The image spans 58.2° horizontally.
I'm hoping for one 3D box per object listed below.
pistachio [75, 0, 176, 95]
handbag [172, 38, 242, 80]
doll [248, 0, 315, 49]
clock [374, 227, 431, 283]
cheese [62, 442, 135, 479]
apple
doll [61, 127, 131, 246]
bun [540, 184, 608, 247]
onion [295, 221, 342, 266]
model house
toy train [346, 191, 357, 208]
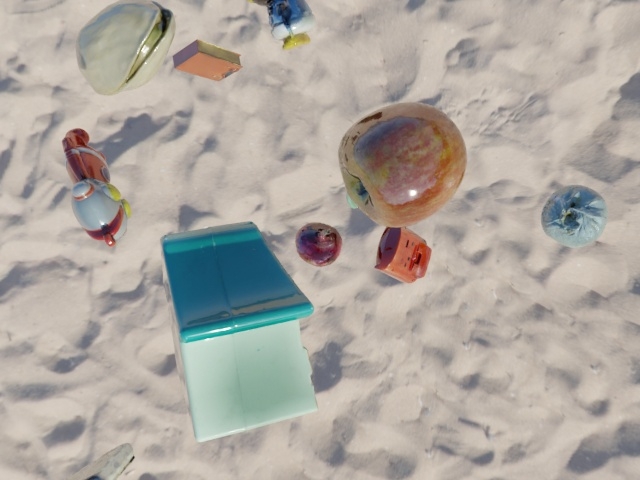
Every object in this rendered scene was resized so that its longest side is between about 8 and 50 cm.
[{"bbox_3d":[-0.502,-0.506,1.492,0.332,0.208,0.226,-27,58,29],"label":"pistachio"},{"bbox_3d":[-0.356,-0.571,1.836,0.127,0.190,0.062,-17,79,38],"label":"handbag"},{"bbox_3d":[-0.105,-0.557,1.198,0.141,0.177,0.313,-17,104,12],"label":"doll"},{"bbox_3d":[0.184,0.028,1.262,0.061,0.155,0.113,13,83,37],"label":"clock"},{"bbox_3d":[-0.388,0.364,0.688,0.400,0.085,0.034,-34,95,9],"label":"cheese"},{"bbox_3d":[0.126,-0.118,0.882,0.174,0.188,0.188,-33,87,-16],"label":"apple"},{"bbox_3d":[-0.485,-0.109,1.247,0.106,0.199,0.336,-26,51,-5],"label":"doll"},{"bbox_3d":[0.556,-0.054,1.265,0.141,0.083,0.140,1,92,33],"label":"bun"},{"bbox_3d":[0.000,0.000,1.754,0.150,0.140,0.150,3,71,-9],"label":"onion"},{"bbox_3d":[-0.070,0.059,0.462,0.101,0.127,0.148,-12,108,-18],"label":"model house"},{"bbox_3d":[0.187,-0.190,1.686,0.159,0.272,0.188,25,132,44],"label":"toy train"}]
